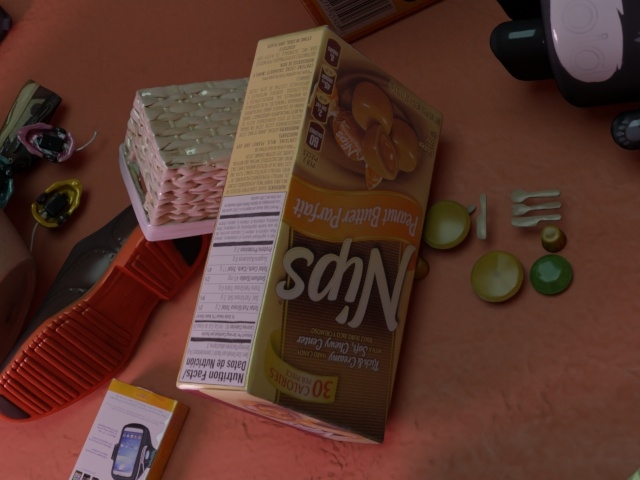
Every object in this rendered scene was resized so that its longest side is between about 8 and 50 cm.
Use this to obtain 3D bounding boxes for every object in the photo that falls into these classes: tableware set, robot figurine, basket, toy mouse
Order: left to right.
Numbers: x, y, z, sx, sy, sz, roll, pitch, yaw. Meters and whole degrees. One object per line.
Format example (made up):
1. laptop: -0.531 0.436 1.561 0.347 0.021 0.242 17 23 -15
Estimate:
1. toy mouse: -0.317 -0.078 1.261 0.143 0.031 0.161 38 73 -1
2. basket: -0.096 -0.082 1.113 0.167 0.103 0.113 -10 57 -22
3. tableware set: 0.149 0.009 1.059 0.154 0.024 0.104 -6 68 20
4. robot figurine: 0.290 -0.206 1.012 0.278 0.209 0.173 -6 28 22

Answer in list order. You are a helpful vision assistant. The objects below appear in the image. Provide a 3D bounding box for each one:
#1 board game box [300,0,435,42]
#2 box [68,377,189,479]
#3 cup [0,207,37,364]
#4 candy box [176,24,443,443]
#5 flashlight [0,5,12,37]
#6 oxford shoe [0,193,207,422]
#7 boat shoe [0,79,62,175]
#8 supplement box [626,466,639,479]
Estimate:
1. board game box: 0.063 -0.480 1.121 0.356 0.356 0.356 -23 60 12
2. box: -0.187 0.207 1.110 0.081 0.028 0.136 15 76 28
3. cup: -0.422 0.041 1.148 0.237 0.331 0.331 24 77 4
4. candy box: 0.000 0.000 1.014 0.087 0.183 0.316 -4 68 41
5. flashlight: -0.498 -0.330 1.455 0.304 0.103 0.103 36 88 27
6. oxford shoe: -0.230 0.066 1.167 0.271 0.097 0.098 -45 40 -9
7. boat shoe: -0.333 -0.103 1.299 0.049 0.056 0.152 21 82 -4
8. supplement box: 0.260 0.222 0.891 0.083 0.056 0.083 -44 58 -1
